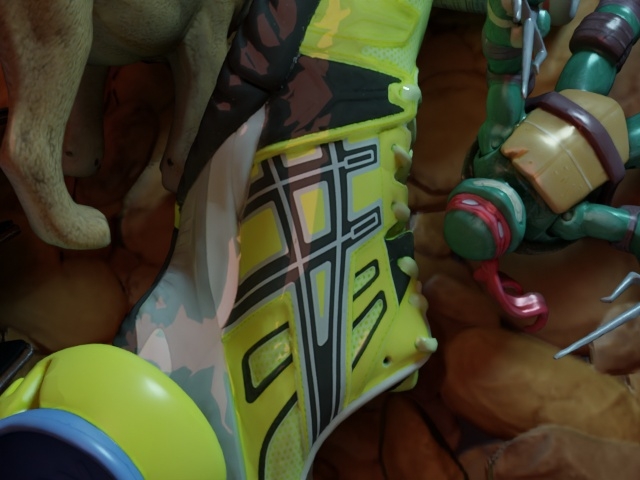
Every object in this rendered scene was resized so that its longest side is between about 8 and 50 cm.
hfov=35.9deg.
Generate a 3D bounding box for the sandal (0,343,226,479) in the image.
[{"bbox_3d":[-0.189,0.158,0.423,0.317,0.138,0.126,-39,92,29],"label":"sandal"}]

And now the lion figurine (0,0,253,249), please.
[{"bbox_3d":[-0.117,-0.134,0.486,0.142,0.392,0.240,10,103,3],"label":"lion figurine"}]

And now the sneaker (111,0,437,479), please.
[{"bbox_3d":[0.000,0.000,0.517,0.147,0.145,0.384,20,92,4],"label":"sneaker"}]

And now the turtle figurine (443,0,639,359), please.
[{"bbox_3d":[0.129,-0.052,0.490,0.234,0.118,0.175,-41,98,-30],"label":"turtle figurine"}]

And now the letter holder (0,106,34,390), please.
[{"bbox_3d":[-0.329,0.033,0.580,0.302,0.214,0.152,-13,102,7],"label":"letter holder"}]

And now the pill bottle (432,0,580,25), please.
[{"bbox_3d":[0.077,-0.181,0.581,0.160,0.087,0.087,14,76,16],"label":"pill bottle"}]
